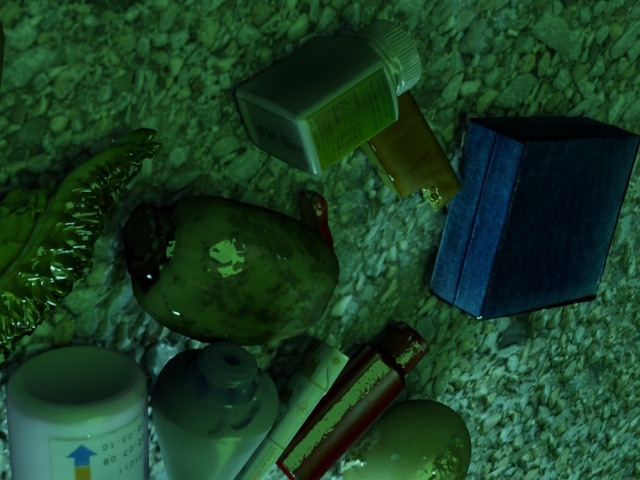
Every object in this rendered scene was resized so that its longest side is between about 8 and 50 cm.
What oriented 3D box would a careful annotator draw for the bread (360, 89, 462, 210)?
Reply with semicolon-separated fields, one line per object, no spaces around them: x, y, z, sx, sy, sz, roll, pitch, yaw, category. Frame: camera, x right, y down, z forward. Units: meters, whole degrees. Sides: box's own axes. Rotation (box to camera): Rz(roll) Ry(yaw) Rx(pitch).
0.105;-0.116;1.402;0.088;0.049;0.226;-47;134;-12;bread

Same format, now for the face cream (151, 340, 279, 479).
-0.146;0.298;1.261;0.137;0.235;0.420;13;119;-3;face cream

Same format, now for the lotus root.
-0.080;0.035;1.250;0.309;0.173;0.173;14;102;-46;lotus root

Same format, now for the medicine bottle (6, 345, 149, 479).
-0.262;0.255;1.207;0.152;0.152;0.255;-16;122;-34;medicine bottle

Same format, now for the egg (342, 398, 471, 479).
0.123;0.313;1.555;0.201;0.164;0.164;-36;130;-15;egg

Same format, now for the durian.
-0.290;0.024;1.086;0.375;0.132;0.107;-54;147;-13;durian

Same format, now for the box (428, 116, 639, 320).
0.306;-0.038;1.561;0.279;0.116;0.262;-5;113;-41;box

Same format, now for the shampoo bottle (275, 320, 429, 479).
0.042;0.220;1.506;0.260;0.064;0.102;-44;129;-14;shampoo bottle

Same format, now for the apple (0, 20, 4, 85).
-0.358;-0.144;0.900;0.173;0.188;0.188;17;100;-39;apple

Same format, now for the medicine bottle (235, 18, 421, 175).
0.018;-0.168;1.243;0.188;0.132;0.088;-36;129;-22;medicine bottle

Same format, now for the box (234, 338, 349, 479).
-0.048;0.226;1.402;0.032;0.122;0.220;36;84;-8;box

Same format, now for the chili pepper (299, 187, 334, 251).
0.000;0.000;1.377;0.027;0.045;0.178;-24;131;-19;chili pepper
